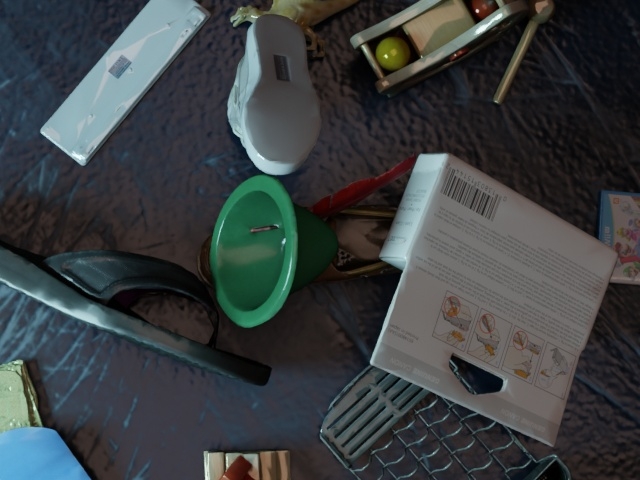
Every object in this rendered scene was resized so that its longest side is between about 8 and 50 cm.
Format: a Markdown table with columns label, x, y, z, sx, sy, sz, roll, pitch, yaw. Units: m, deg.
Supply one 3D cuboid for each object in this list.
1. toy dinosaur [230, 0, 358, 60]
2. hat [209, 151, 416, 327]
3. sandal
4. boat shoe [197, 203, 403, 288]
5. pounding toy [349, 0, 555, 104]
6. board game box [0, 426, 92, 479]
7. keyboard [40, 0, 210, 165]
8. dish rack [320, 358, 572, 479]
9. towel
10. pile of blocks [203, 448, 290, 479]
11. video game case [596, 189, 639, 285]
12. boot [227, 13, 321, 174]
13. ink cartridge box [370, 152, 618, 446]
| label | x | y | z | sx | sy | sz | roll | pitch | yaw |
| --- | --- | --- | --- | --- | --- | --- | --- | --- | --- |
| toy dinosaur | -0.020 | -0.279 | 1.582 | 0.183 | 0.053 | 0.092 | -10 | 83 | -5 |
| hat | -0.001 | 0.011 | 1.458 | 0.184 | 0.208 | 0.173 | 4 | 62 | -36 |
| sandal | -0.252 | 0.048 | 1.466 | 0.446 | 0.167 | 0.107 | 25 | 86 | 0 |
| boat shoe | 0.000 | 0.000 | 1.524 | 0.307 | 0.104 | 0.110 | -10 | 85 | -5 |
| pounding toy | 0.187 | -0.244 | 1.543 | 0.270 | 0.154 | 0.155 | -28 | 86 | -7 |
| board game box | -0.344 | 0.301 | 1.496 | 0.133 | 0.033 | 0.168 | -34 | 100 | -3 |
| keyboard | -0.246 | -0.214 | 1.579 | 0.072 | 0.014 | 0.256 | 38 | 82 | 6 |
| dish rack | 0.143 | 0.261 | 1.521 | 0.208 | 0.074 | 0.271 | -42 | 88 | -9 |
| towel | -0.414 | 0.213 | 1.506 | 0.148 | 0.027 | 0.110 | -15 | 86 | -7 |
| pile of blocks | -0.124 | 0.410 | 1.462 | 0.149 | 0.112 | 0.362 | 23 | 82 | -1 |
| video game case | 0.438 | 0.001 | 1.604 | 0.166 | 0.015 | 0.119 | 5 | 83 | -4 |
| boot | -0.060 | -0.144 | 1.481 | 0.095 | 0.123 | 0.258 | 11 | 46 | -12 |
| ink cartridge box | 0.198 | 0.073 | 1.485 | 0.296 | 0.066 | 0.261 | 27 | 78 | -28 |
